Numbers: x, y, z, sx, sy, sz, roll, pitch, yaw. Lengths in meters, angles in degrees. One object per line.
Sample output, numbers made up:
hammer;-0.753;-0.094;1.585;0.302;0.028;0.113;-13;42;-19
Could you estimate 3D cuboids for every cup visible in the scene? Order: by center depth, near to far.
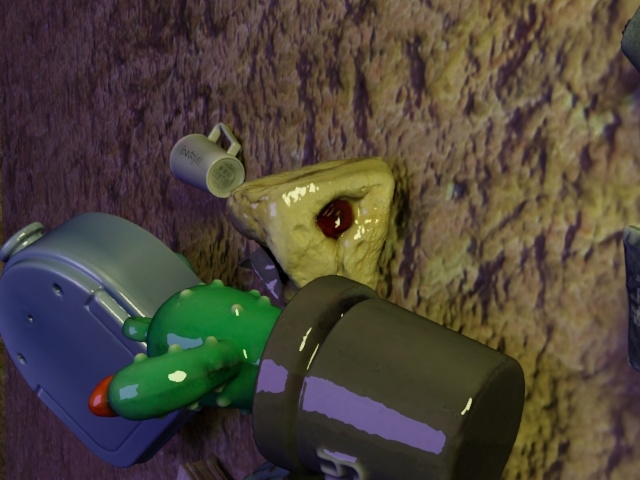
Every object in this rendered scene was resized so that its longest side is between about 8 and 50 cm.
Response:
cup;-0.155;-0.118;1.329;0.116;0.074;0.104;28;84;52

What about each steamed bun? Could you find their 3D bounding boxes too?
steamed bun;0.000;0.000;0.986;0.141;0.172;0.155;-160;56;-69

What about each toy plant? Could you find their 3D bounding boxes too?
toy plant;-0.029;0.122;0.854;0.400;0.279;0.185;16;126;32

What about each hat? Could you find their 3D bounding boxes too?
hat;-0.034;0.051;1.123;0.122;0.081;0.166;49;162;-5

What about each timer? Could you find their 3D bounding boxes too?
timer;-0.308;0.122;1.351;0.395;0.173;0.395;22;133;26

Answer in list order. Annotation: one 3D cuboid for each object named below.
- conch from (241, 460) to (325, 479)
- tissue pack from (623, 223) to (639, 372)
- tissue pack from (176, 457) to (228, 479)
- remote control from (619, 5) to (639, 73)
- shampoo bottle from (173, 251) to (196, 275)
conch;-0.043;0.370;0.916;0.215;0.303;0.319;-17;50;13
tissue pack;0.257;0.057;0.591;0.156;0.051;0.112;-135;37;-68
tissue pack;-0.119;0.447;1.234;0.325;0.071;0.170;33;119;55
remote control;0.304;-0.043;0.548;0.107;0.044;0.377;-56;39;34
shampoo bottle;-0.271;0.126;1.508;0.258;0.061;0.104;-50;55;47
